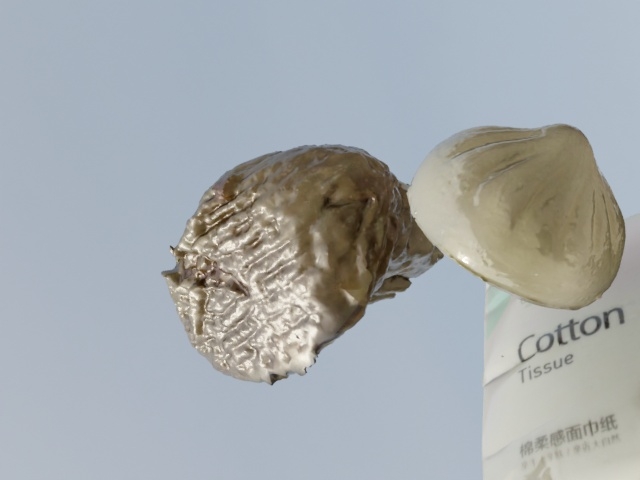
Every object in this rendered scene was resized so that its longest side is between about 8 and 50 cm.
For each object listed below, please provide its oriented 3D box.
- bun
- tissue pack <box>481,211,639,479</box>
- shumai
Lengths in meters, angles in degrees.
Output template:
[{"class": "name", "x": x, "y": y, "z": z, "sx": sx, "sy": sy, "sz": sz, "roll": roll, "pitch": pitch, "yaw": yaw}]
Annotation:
[{"class": "bun", "x": 0.129, "y": -0.029, "z": 0.593, "sx": 0.138, "sy": 0.094, "sz": 0.138, "roll": 22, "pitch": -156, "yaw": -10}, {"class": "tissue pack", "x": 0.310, "y": 0.101, "z": 0.727, "sx": 0.194, "sy": 0.357, "sz": 0.266, "roll": 46, "pitch": -144, "yaw": -30}, {"class": "shumai", "x": 0.001, "y": -0.002, "z": 1.126, "sx": 0.217, "sy": 0.346, "sz": 0.283, "roll": 45, "pitch": -139, "yaw": 10}]
